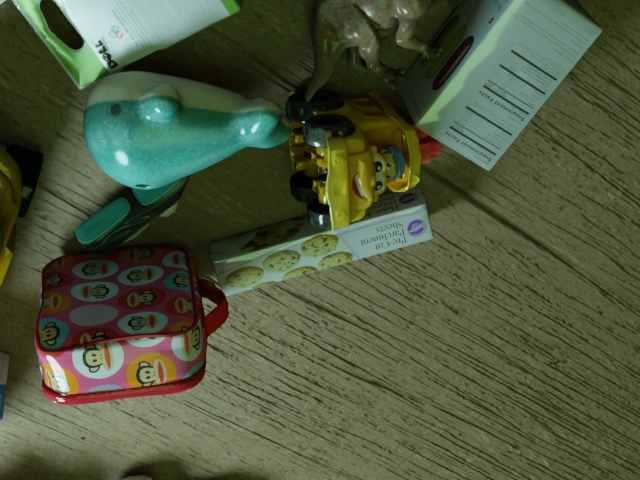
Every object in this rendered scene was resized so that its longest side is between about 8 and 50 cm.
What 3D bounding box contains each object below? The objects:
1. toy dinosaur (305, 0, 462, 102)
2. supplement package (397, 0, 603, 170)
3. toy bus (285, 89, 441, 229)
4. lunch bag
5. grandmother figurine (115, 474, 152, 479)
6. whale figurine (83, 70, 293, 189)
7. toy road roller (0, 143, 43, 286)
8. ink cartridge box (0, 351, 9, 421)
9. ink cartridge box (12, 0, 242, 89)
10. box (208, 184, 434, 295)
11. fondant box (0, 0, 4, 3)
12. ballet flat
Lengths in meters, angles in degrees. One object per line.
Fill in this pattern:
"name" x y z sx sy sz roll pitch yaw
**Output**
"toy dinosaur" 0.066 -0.319 1.733 0.295 0.127 0.200 -35 119 16
"supplement package" 0.236 -0.243 1.787 0.134 0.139 0.244 29 111 -23
"toy bus" 0.068 -0.118 1.796 0.211 0.220 0.149 -6 115 -12
"lunch bag" -0.255 0.104 1.827 0.258 0.293 0.120 -7 115 -3
"grandmother figurine" -0.208 0.480 2.157 0.342 0.104 0.208 34 101 -26
"whale figurine" -0.177 -0.135 1.737 0.272 0.216 0.141 4 79 11
"toy road roller" -0.510 0.006 1.762 0.202 0.240 0.329 19 115 -17
"ink cartridge box" -0.594 0.236 1.919 0.232 0.171 0.168 21 114 -19
"ink cartridge box" -0.250 -0.335 1.695 0.255 0.097 0.189 -23 121 21
"box" 0.000 0.000 1.934 0.324 0.063 0.067 -15 121 0
"fondant box" -0.424 -0.392 1.545 0.330 0.096 0.238 -28 143 27
"ballet flat" -0.252 -0.048 1.875 0.203 0.074 0.074 -37 118 6
